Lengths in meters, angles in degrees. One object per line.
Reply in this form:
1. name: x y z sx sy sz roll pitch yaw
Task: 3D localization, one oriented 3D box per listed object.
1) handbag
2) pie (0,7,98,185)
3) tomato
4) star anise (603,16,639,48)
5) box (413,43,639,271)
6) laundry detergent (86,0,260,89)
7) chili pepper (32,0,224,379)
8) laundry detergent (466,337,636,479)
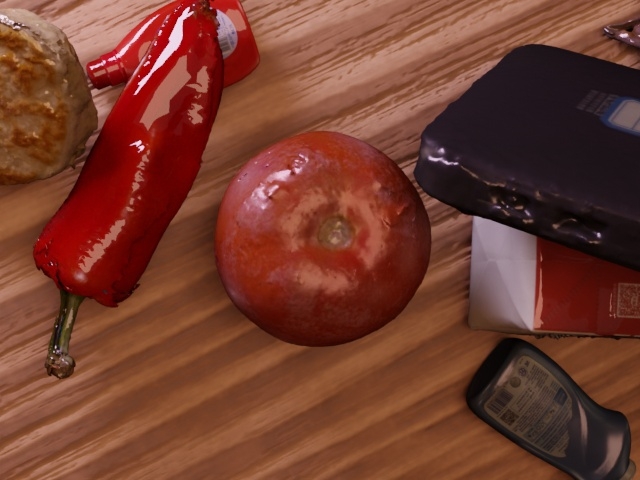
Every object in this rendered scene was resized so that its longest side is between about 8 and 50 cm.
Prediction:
1. handbag: 0.312 0.027 1.332 0.298 0.171 0.151 2 87 -16
2. pie: -0.303 -0.140 1.202 0.205 0.084 0.178 9 123 12
3. tomato: 0.000 0.000 1.251 0.208 0.184 0.208 1 85 -9
4. star anise: 0.390 -0.210 1.375 0.172 0.063 0.208 -18 81 19
5. box: 0.290 -0.074 1.208 0.350 0.359 0.091 19 118 16
6. laundry detergent: -0.148 -0.183 1.289 0.165 0.049 0.097 -22 101 -8
7. chili pepper: -0.182 -0.054 1.242 0.110 0.110 0.387 27 93 -11
8. laundry detergent: 0.255 0.194 1.370 0.206 0.061 0.096 38 81 -10
